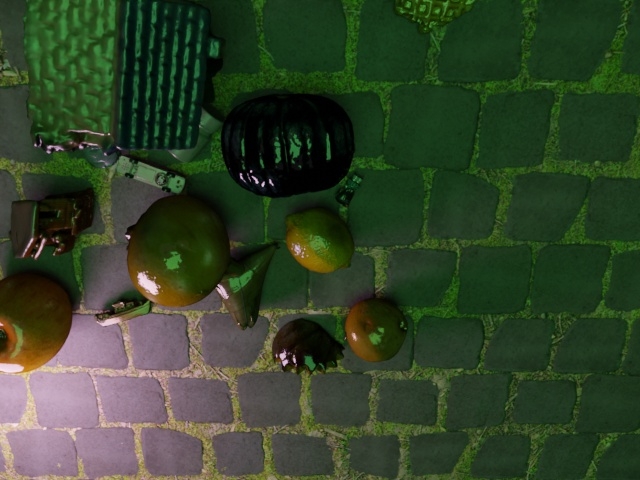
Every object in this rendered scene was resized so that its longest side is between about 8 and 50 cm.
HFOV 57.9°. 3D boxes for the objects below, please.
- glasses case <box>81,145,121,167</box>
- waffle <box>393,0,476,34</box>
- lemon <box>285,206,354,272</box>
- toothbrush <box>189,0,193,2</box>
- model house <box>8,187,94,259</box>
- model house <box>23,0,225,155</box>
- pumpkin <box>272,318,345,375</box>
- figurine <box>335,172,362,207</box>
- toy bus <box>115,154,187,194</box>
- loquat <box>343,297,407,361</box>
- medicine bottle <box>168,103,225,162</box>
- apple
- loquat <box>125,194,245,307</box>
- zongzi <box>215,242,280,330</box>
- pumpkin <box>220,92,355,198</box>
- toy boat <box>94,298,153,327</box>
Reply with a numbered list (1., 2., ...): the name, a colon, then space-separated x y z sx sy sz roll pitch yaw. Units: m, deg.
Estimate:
1. glasses case: -0.668 -0.345 1.669 0.109 0.067 0.283 -12 111 11
2. waffle: 0.306 -0.703 1.527 0.290 0.051 0.291 -1 115 -1
3. lemon: 0.000 0.000 1.754 0.256 0.188 0.188 36 108 -18
4. toothbrush: -0.391 -0.707 1.536 0.028 0.037 0.375 -21 114 12
5. model house: -0.788 -0.049 1.733 0.229 0.219 0.200 -13 111 -43
6. model house: -0.423 -0.410 1.421 0.399 0.445 0.395 9 112 1
7. pumpkin: -0.048 0.356 1.935 0.253 0.130 0.149 -6 113 4
8. figurine: 0.090 -0.153 1.766 0.060 0.047 0.106 26 105 -43
9. toy bus: -0.499 -0.199 1.719 0.203 0.090 0.063 20 101 -8
10. loquat: 0.178 0.292 1.874 0.207 0.208 0.208 0 113 0
11. medicine bottle: -0.364 -0.314 1.663 0.105 0.105 0.168 40 108 -15
12. apple: -0.946 0.264 1.821 0.298 0.275 0.299 1 109 4
13. loquat: -0.395 0.040 1.698 0.359 0.328 0.329 20 112 -17
14. zongzi: -0.205 0.146 1.864 0.256 0.115 0.228 -26 113 1
15. pumpkin: -0.082 -0.257 1.552 0.363 0.363 0.266 -1 105 0
16. toy boat: -0.651 0.230 1.919 0.206 0.064 0.072 -18 94 6
